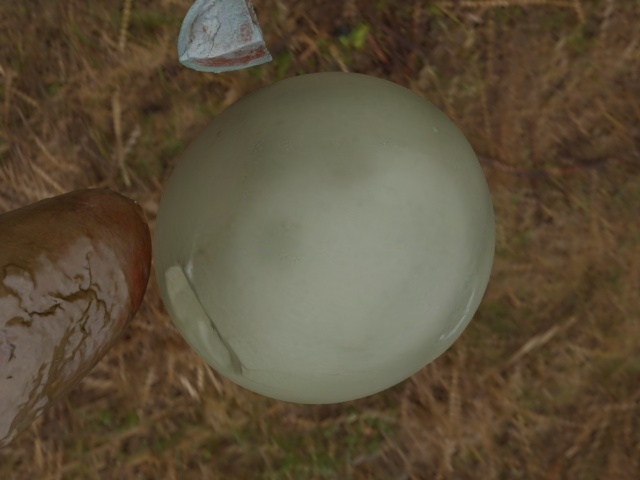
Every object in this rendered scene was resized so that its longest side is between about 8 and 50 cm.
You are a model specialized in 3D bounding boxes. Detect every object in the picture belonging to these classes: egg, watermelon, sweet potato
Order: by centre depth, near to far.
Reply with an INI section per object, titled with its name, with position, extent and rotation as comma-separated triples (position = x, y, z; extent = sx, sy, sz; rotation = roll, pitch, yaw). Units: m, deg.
[sweet potato]
position = -0.204, 0.093, 0.747
extent = 0.385, 0.109, 0.109
rotation = -50, 131, -35
[egg]
position = 0.000, 0.000, 1.040
extent = 0.219, 0.269, 0.219
rotation = 4, 76, -17
[watermelon]
position = -0.071, -0.158, 1.212
extent = 0.085, 0.061, 0.085
rotation = -11, 107, -40
